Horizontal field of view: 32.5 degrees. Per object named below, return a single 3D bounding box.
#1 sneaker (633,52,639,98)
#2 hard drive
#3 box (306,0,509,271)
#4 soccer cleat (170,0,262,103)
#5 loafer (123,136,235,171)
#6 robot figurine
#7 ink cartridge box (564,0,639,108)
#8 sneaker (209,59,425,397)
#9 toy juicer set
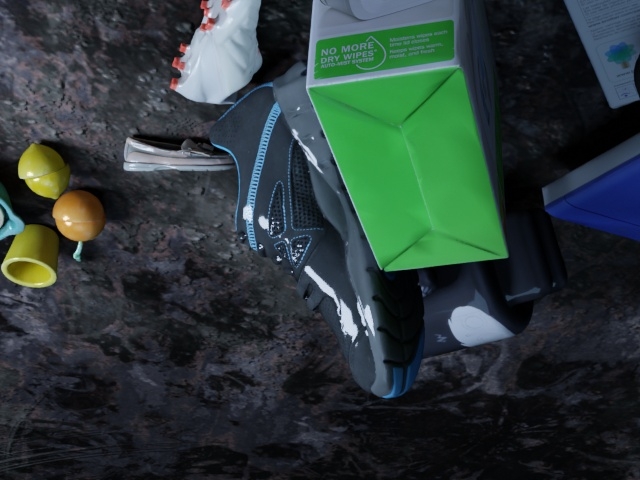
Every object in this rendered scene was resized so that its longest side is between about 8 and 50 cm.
[{"bbox_3d":[0.299,-0.174,0.892,0.147,0.104,0.296,-11,136,47],"label":"sneaker"},{"bbox_3d":[0.415,-0.082,1.120,0.210,0.040,0.319,13,151,-31],"label":"hard drive"},{"bbox_3d":[0.081,-0.141,0.956,0.127,0.231,0.262,-6,144,15],"label":"box"},{"bbox_3d":[-0.084,-0.194,1.052,0.076,0.068,0.196,12,153,-20],"label":"soccer cleat"},{"bbox_3d":[-0.158,-0.097,1.221,0.125,0.039,0.045,-1,-174,4],"label":"loafer"},{"bbox_3d":[0.137,0.042,1.277,0.278,0.173,0.209,-18,137,29],"label":"robot figurine"},{"bbox_3d":[0.291,-0.247,0.925,0.186,0.065,0.311,-15,144,24],"label":"ink cartridge box"},{"bbox_3d":[0.000,0.000,1.089,0.140,0.340,0.125,-24,166,21],"label":"sneaker"},{"bbox_3d":[-0.398,-0.055,1.268,0.209,0.089,0.329,-24,136,36],"label":"toy juicer set"}]
